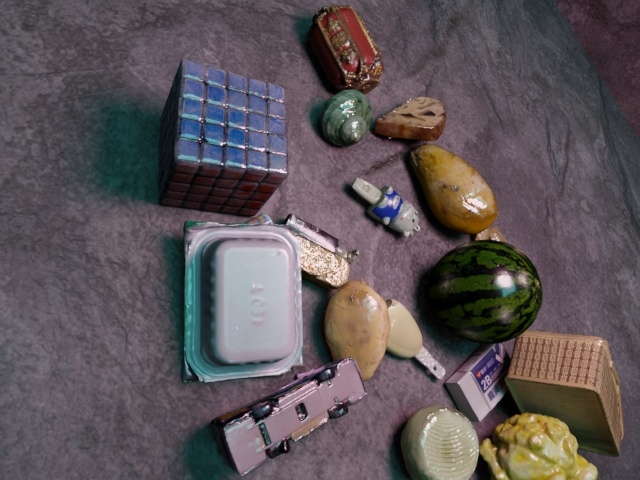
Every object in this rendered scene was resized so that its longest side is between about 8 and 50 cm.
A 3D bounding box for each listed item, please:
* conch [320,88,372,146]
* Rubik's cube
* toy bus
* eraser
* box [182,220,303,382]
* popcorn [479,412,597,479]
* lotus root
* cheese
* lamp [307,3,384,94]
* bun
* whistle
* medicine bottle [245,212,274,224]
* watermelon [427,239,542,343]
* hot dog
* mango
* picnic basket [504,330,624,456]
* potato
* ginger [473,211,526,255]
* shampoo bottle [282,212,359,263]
[{"bbox_3d":[0.084,-0.351,1.247,0.176,0.122,0.188,38,58,-40],"label":"conch"},{"bbox_3d":[-0.219,-0.211,0.953,0.237,0.238,0.237,7,69,-27],"label":"Rubik's cube"},{"bbox_3d":[-0.060,0.348,0.892,0.317,0.138,0.112,-16,85,-33],"label":"toy bus"},{"bbox_3d":[0.450,0.386,1.193,0.210,0.068,0.124,-28,90,-34],"label":"eraser"},{"bbox_3d":[-0.147,0.123,0.899,0.264,0.106,0.337,0,82,-22],"label":"box"},{"bbox_3d":[0.531,0.559,1.083,0.255,0.195,0.256,22,92,24],"label":"popcorn"},{"bbox_3d":[0.310,-0.379,1.370,0.170,0.074,0.260,32,49,22],"label":"lotus root"},{"bbox_3d":[0.239,0.273,1.131,0.251,0.054,0.127,44,60,-8],"label":"cheese"},{"bbox_3d":[0.076,-0.571,1.302,0.177,0.177,0.274,-22,81,-33],"label":"lamp"},{"bbox_3d":[0.278,0.488,1.031,0.195,0.118,0.195,7,71,-21],"label":"bun"},{"bbox_3d":[0.192,-0.098,1.222,0.244,0.092,0.110,36,62,-14],"label":"whistle"},{"bbox_3d":[-0.193,0.000,0.999,0.191,0.051,0.051,-37,91,-33],"label":"medicine bottle"},{"bbox_3d":[0.445,0.135,1.170,0.285,0.285,0.285,10,67,-25],"label":"watermelon"},{"bbox_3d":[-0.042,0.046,1.051,0.242,0.073,0.084,26,64,-17],"label":"hot dog"},{"bbox_3d":[0.404,-0.163,1.334,0.176,0.175,0.329,8,45,-51],"label":"mango"},{"bbox_3d":[0.662,0.404,1.162,0.313,0.228,0.175,58,49,-26],"label":"picnic basket"},{"bbox_3d":[0.092,0.213,1.028,0.161,0.128,0.235,-19,87,4],"label":"potato"},{"bbox_3d":[0.587,0.032,1.413,0.149,0.065,0.259,-33,95,-21],"label":"ginger"},{"bbox_3d":[-0.001,0.001,1.096,0.207,0.063,0.057,27,61,-17],"label":"shampoo bottle"}]
